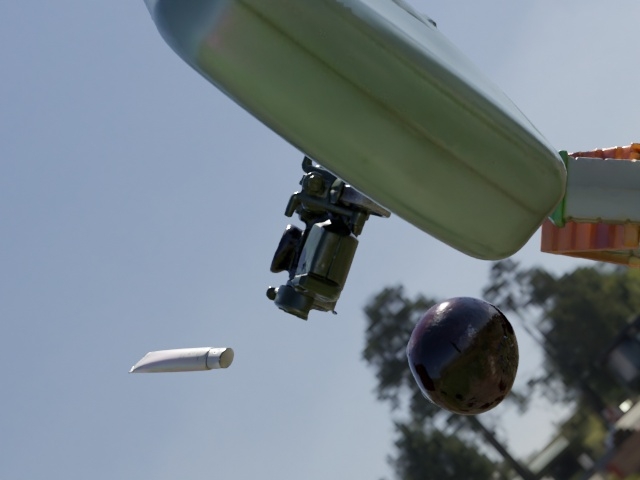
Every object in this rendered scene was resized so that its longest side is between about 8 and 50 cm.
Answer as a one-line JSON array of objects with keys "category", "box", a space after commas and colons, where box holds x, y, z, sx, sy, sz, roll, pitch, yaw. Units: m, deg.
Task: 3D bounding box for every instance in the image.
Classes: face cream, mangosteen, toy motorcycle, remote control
[{"category": "face cream", "box": [-0.137, 0.118, 1.412, 0.115, 0.020, 0.038, -7, 25, 34]}, {"category": "mangosteen", "box": [0.093, 0.077, 0.970, 0.081, 0.081, 0.081, -40, -13, -11]}, {"category": "toy motorcycle", "box": [0.000, 0.000, 1.879, 0.275, 0.127, 0.205, 160, 130, -82]}, {"category": "remote control", "box": [-0.010, -0.083, 0.514, 0.056, 0.140, 0.296, -53, 24, 12]}]

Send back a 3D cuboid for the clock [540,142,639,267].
[{"category": "clock", "box": [0.322, -0.033, 1.255, 0.220, 0.255, 0.106, 29, -114, -76]}]
